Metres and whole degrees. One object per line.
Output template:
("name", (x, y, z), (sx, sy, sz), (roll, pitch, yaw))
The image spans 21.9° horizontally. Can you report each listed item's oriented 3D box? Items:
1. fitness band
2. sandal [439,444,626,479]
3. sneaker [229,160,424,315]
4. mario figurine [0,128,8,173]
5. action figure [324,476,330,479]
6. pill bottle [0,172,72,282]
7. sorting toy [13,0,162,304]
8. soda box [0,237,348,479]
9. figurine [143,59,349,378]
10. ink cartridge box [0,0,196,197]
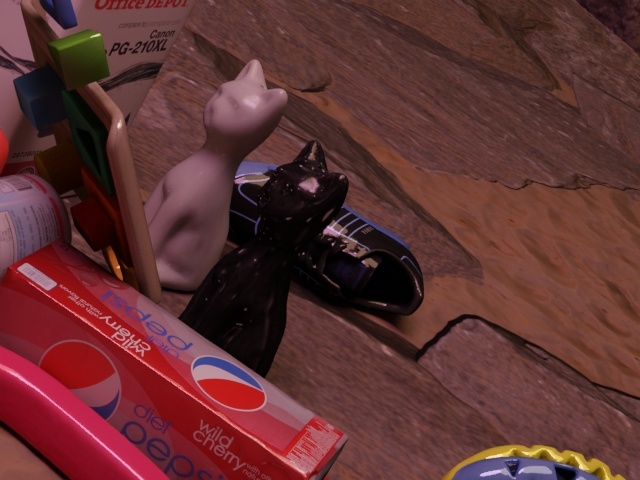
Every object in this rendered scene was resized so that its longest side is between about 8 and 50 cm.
("fitness band", (-0.197, 0.161, 1.052), (0.291, 0.054, 0.209), (39, 22, 15))
("sandal", (0.226, 0.268, 1.261), (0.317, 0.126, 0.138), (27, 28, -5))
("sneaker", (0.000, 0.000, 1.560), (0.232, 0.081, 0.090), (24, 17, -20))
("mario figurine", (-0.347, -0.109, 1.029), (0.321, 0.170, 0.198), (19, 23, -22))
("action figure", (0.015, 0.203, 1.249), (0.038, 0.030, 0.115), (17, 29, -41))
("pill bottle", (-0.268, 0.004, 1.211), (0.160, 0.087, 0.087), (-15, 50, -47))
("sorting toy", (-0.183, -0.063, 1.239), (0.047, 0.347, 0.196), (-23, 47, -15))
("soda box", (-0.119, 0.114, 1.179), (0.263, 0.092, 0.083), (34, 23, 8))
("figurine", (-0.068, -0.023, 1.363), (0.092, 0.209, 0.215), (14, 29, -36))
("ink cartridge box", (-0.223, -0.152, 1.398), (0.100, 0.237, 0.172), (39, 25, 18))
